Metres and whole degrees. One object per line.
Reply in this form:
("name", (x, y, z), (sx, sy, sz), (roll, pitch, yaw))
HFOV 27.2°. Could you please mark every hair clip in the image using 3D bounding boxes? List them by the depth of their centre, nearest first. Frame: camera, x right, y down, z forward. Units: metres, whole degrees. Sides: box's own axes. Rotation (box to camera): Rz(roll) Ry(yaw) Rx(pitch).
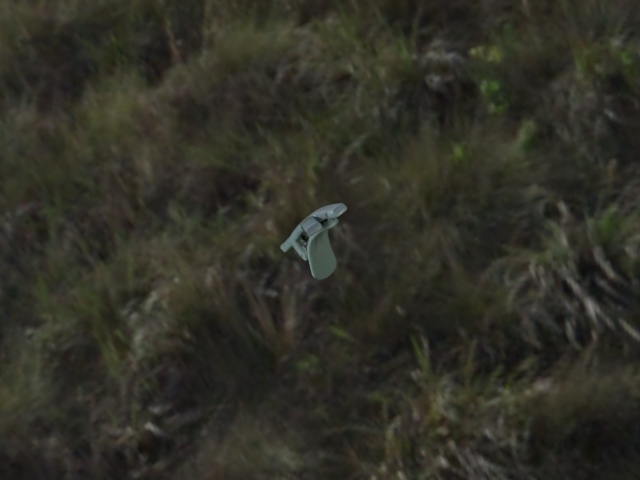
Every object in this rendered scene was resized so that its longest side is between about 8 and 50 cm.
("hair clip", (0.001, -0.001, 0.861), (0.030, 0.039, 0.115), (-44, -3, -10))
